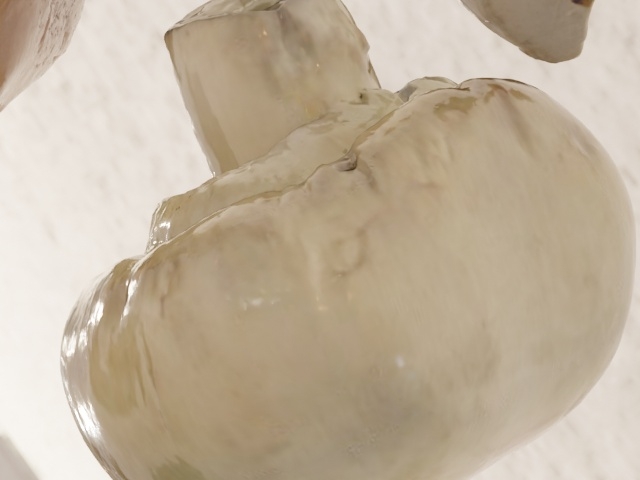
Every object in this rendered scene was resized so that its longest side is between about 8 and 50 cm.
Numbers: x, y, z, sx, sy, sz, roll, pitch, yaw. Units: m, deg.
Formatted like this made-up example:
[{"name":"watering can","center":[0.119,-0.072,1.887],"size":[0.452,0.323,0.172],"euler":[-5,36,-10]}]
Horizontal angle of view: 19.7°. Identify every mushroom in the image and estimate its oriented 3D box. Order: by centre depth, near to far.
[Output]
[{"name":"mushroom","center":[0.000,0.000,0.781],"size":[0.260,0.254,0.234],"euler":[37,-152,-86]},{"name":"mushroom","center":[0.082,-0.218,1.117],"size":[0.247,0.096,0.108],"euler":[51,-158,22]}]

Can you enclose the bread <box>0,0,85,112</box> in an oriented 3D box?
[{"name":"bread","center":[-0.194,-0.148,1.035],"size":[0.241,0.107,0.136],"euler":[-73,-3,-74]}]
